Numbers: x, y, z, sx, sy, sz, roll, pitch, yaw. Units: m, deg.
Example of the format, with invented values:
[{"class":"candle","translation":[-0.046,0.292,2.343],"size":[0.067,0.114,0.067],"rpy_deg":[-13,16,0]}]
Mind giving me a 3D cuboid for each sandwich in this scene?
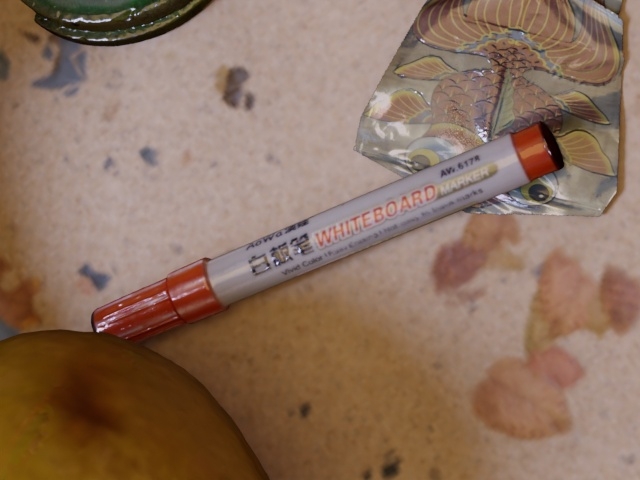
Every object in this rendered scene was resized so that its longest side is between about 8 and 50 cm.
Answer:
[{"class":"sandwich","translation":[-0.085,-0.139,0.777],"size":[0.135,0.029,0.067],"rpy_deg":[-33,79,9]}]

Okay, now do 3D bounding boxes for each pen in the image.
[{"class":"pen","translation":[0.000,0.000,0.742],"size":[0.239,0.028,0.028],"rpy_deg":[-22,80,13]}]

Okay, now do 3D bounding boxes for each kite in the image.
[{"class":"kite","translation":[0.095,-0.125,0.740],"size":[0.127,0.016,0.229],"rpy_deg":[11,88,11]}]

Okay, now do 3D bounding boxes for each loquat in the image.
[{"class":"loquat","translation":[-0.112,0.141,0.666],"size":[0.208,0.208,0.208],"rpy_deg":[-1,84,14]}]
